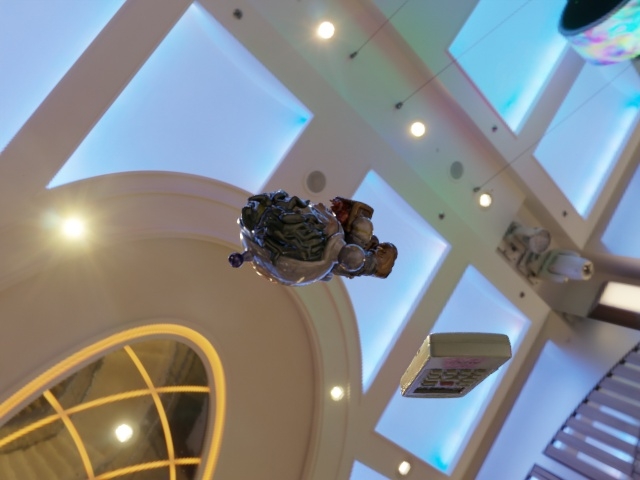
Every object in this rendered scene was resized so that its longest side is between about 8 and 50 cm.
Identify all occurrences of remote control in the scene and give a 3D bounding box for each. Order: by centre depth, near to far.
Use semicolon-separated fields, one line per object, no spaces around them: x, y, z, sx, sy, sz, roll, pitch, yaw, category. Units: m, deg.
0.248;0.250;1.014;0.145;0.344;0.050;0;-118;0;remote control

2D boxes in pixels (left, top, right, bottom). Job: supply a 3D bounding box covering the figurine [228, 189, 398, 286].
0.003;-0.001;1.019;0.382;0.261;0.186;8;-87;-45;figurine
